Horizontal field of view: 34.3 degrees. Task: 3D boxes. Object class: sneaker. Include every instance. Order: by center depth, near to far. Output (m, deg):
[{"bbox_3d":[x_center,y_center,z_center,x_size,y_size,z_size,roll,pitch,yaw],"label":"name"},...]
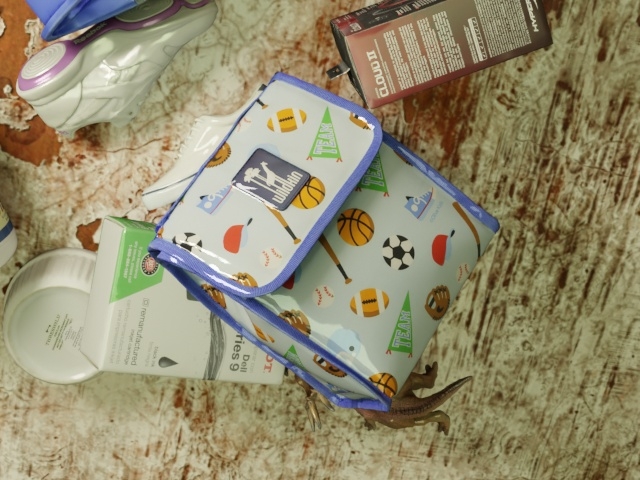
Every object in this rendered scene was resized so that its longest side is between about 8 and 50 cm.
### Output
[{"bbox_3d":[-0.278,-0.257,1.501,0.305,0.114,0.152,-28,133,1],"label":"sneaker"},{"bbox_3d":[-0.166,-0.140,1.550,0.258,0.094,0.091,-33,99,-3],"label":"sneaker"}]

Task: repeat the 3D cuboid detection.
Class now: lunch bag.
[{"bbox_3d":[0.000,0.000,1.432,0.385,0.239,0.328,39,71,-11],"label":"lunch bag"}]

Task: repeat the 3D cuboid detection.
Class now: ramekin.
[{"bbox_3d":[-0.391,0.124,1.601,0.207,0.109,0.207,-2,108,-5],"label":"ramekin"}]

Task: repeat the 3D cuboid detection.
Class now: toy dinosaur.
[{"bbox_3d":[0.084,0.245,1.627,0.200,0.296,0.127,11,81,-48],"label":"toy dinosaur"}]

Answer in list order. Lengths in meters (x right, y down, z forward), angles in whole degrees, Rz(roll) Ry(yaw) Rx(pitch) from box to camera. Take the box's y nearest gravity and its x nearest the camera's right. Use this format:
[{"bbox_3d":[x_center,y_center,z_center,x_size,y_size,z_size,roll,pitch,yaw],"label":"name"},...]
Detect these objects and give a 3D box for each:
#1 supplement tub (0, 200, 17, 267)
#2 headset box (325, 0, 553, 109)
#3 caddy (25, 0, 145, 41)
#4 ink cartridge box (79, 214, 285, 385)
[{"bbox_3d":[-0.593,-0.084,1.446,0.235,0.235,0.324,-20,109,2],"label":"supplement tub"},{"bbox_3d":[0.145,-0.288,1.451,0.293,0.218,0.110,-20,108,1],"label":"headset box"},{"bbox_3d":[-0.264,-0.405,1.368,0.341,0.241,0.179,-40,101,9],"label":"caddy"},{"bbox_3d":[-0.186,0.092,1.538,0.289,0.121,0.211,8,94,-28],"label":"ink cartridge box"}]
